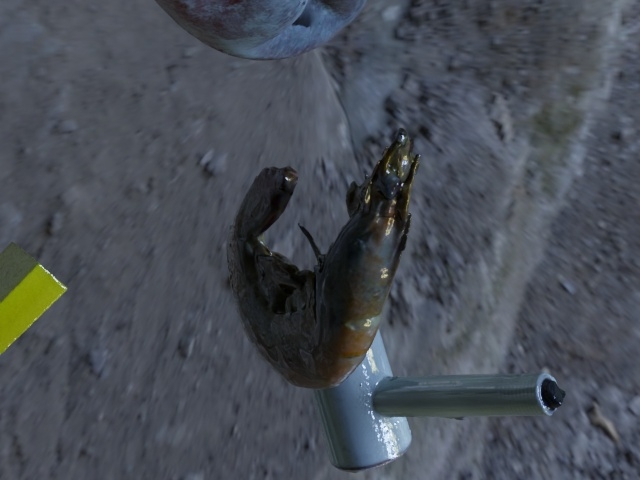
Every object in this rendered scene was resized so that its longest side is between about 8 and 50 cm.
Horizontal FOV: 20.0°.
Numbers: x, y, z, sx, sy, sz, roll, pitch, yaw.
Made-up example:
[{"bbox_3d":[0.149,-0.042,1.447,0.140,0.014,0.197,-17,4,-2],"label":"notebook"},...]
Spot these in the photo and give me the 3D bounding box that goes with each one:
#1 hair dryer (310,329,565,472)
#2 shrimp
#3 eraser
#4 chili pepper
[{"bbox_3d":[0.088,0.116,1.456,0.236,0.073,0.131,-2,110,41],"label":"hair dryer"},{"bbox_3d":[-0.002,0.001,1.258,0.143,0.052,0.251,45,129,19],"label":"shrimp"},{"bbox_3d":[-0.314,0.066,1.762,0.122,0.097,0.045,-47,118,-9],"label":"eraser"},{"bbox_3d":[-0.014,-0.069,0.435,0.050,0.153,0.041,-14,73,12],"label":"chili pepper"}]
